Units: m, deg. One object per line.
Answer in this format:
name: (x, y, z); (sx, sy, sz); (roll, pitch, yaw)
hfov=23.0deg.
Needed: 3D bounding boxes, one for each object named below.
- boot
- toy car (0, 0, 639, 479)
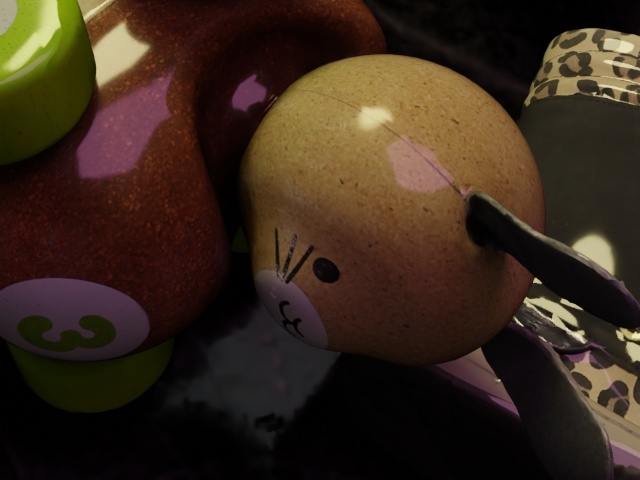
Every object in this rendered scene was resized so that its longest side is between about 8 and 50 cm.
boot: (0.143, 0.036, 0.535); (0.236, 0.085, 0.179); (28, 56, 5)
toy car: (0.000, 0.000, 0.424); (0.188, 0.155, 0.149); (33, 64, 25)
